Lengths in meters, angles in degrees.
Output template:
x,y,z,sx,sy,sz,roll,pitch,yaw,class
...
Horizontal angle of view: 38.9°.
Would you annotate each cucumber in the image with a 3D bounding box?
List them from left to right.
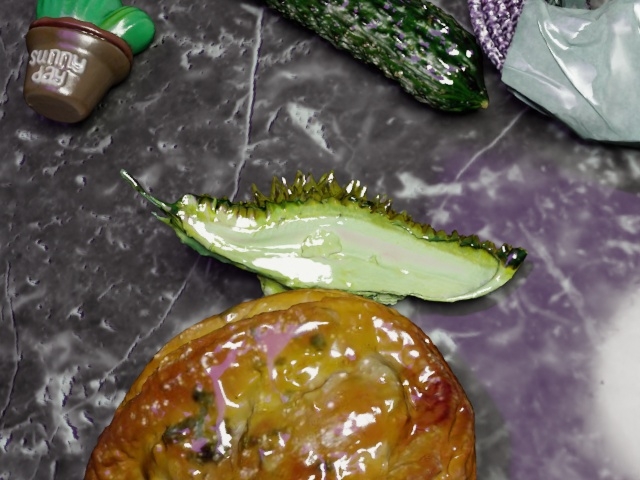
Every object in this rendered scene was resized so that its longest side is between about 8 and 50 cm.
x,y,z,sx,sy,sz,roll,pitch,yaw,class
0.031,-0.236,0.908,0.359,0.096,0.096,35,89,24,cucumber

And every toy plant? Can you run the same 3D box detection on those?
x,y,z,sx,sy,sz,roll,pitch,yaw,class
-0.259,-0.229,1.013,0.143,0.105,0.200,9,67,14,toy plant

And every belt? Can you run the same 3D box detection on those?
x,y,z,sx,sy,sz,roll,pitch,yaw,class
0.291,-0.209,0.784,0.325,0.122,0.260,9,90,21,belt

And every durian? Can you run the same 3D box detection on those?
x,y,z,sx,sy,sz,roll,pitch,yaw,class
0.001,-0.004,0.842,0.375,0.106,0.132,9,88,-1,durian

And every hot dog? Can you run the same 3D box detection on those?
x,y,z,sx,sy,sz,roll,pitch,yaw,class
-0.057,0.208,0.767,0.387,0.174,0.267,-37,56,12,hot dog
